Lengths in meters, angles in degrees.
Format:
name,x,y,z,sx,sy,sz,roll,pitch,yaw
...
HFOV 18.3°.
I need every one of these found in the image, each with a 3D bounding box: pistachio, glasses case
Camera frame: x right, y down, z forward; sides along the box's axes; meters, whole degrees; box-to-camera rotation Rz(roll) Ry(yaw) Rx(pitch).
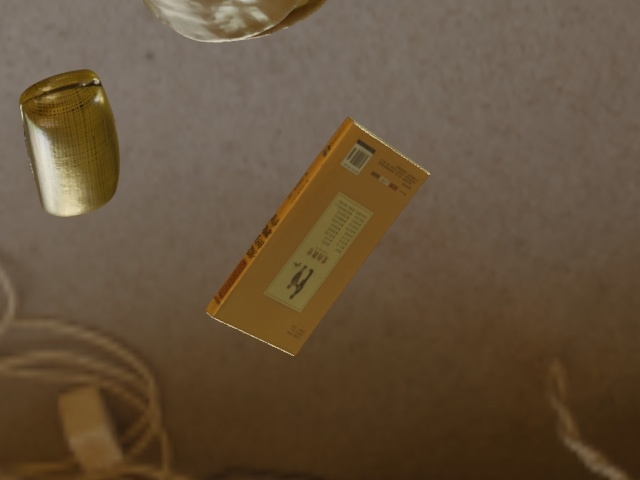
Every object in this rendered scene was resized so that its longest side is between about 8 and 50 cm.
name,x,y,z,sx,sy,sz,roll,pitch,yaw
pistachio,-0.079,-0.245,1.688,0.223,0.152,0.126,5,-167,39
glasses case,-0.211,-0.080,1.698,0.079,0.064,0.234,-15,162,-9

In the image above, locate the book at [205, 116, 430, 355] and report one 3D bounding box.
name,x,y,z,sx,sy,sz,roll,pitch,yaw
book,0.000,0.000,1.437,0.172,0.012,0.118,-53,145,4
